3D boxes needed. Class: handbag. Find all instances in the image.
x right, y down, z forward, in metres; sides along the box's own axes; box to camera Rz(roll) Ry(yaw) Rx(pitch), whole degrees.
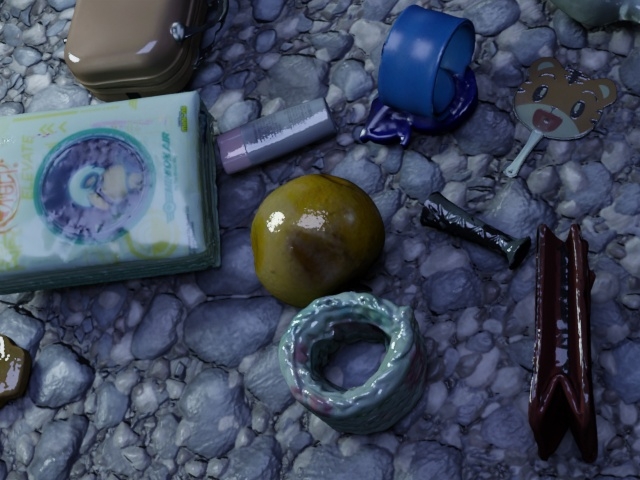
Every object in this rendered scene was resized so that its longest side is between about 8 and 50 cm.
[{"bbox_3d":[0.323,0.142,1.412,0.084,0.260,0.276,-1,65,17],"label":"handbag"},{"bbox_3d":[-0.292,-0.398,1.880,0.283,0.149,0.302,0,65,18],"label":"handbag"}]

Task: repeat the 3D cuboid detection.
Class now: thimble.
[{"bbox_3d":[0.056,0.173,1.532,0.211,0.149,0.185,-29,61,2],"label":"thimble"}]

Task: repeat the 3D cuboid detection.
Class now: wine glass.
[{"bbox_3d":[0.478,-0.379,1.670,0.143,0.143,0.321,-46,62,-7],"label":"wine glass"}]

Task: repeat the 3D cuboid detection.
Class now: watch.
[{"bbox_3d":[0.158,-0.262,1.669,0.171,0.200,0.196,12,67,16],"label":"watch"}]

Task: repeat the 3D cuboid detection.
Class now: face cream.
[{"bbox_3d":[-0.074,-0.175,1.772,0.198,0.057,0.084,-20,55,8],"label":"face cream"}]

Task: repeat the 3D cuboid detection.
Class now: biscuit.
[{"bbox_3d":[-0.630,0.204,1.765,0.319,0.047,0.183,24,72,24],"label":"biscuit"}]

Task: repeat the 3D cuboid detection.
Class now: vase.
[{"bbox_3d":[0.235,-0.015,1.617,0.167,0.059,0.059,28,77,24],"label":"vase"}]

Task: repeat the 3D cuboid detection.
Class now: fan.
[{"bbox_3d":[0.359,-0.188,1.686,0.152,0.008,0.227,29,76,23],"label":"fan"}]

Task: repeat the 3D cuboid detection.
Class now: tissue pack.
[{"bbox_3d":[-0.366,-0.074,1.726,0.388,0.162,0.287,-7,71,5],"label":"tissue pack"}]

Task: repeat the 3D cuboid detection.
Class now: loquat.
[{"bbox_3d":[-0.004,0.002,1.597,0.213,0.213,0.213,-6,66,13],"label":"loquat"}]
